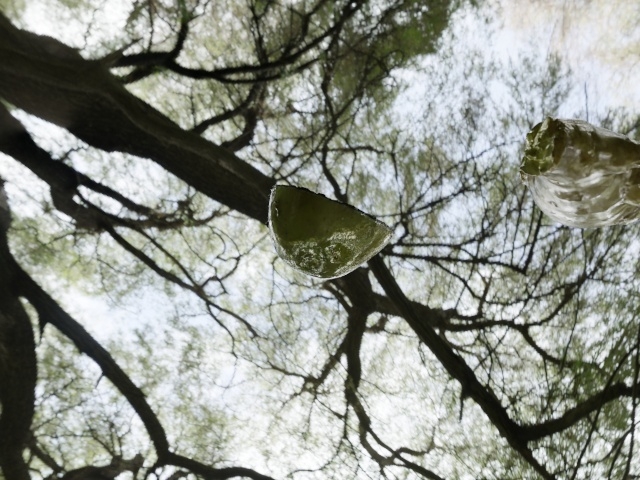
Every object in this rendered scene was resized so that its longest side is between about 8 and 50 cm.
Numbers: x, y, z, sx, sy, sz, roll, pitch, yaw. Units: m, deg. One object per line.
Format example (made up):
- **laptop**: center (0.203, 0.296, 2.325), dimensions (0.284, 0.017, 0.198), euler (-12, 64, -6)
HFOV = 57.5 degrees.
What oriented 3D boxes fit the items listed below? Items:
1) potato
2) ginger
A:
- **potato**: center (0.000, 0.000, 0.913), dimensions (0.182, 0.202, 0.117), euler (-7, -119, 68)
- **ginger**: center (0.417, -0.081, 0.877), dimensions (0.236, 0.375, 0.166), euler (28, -74, 18)
